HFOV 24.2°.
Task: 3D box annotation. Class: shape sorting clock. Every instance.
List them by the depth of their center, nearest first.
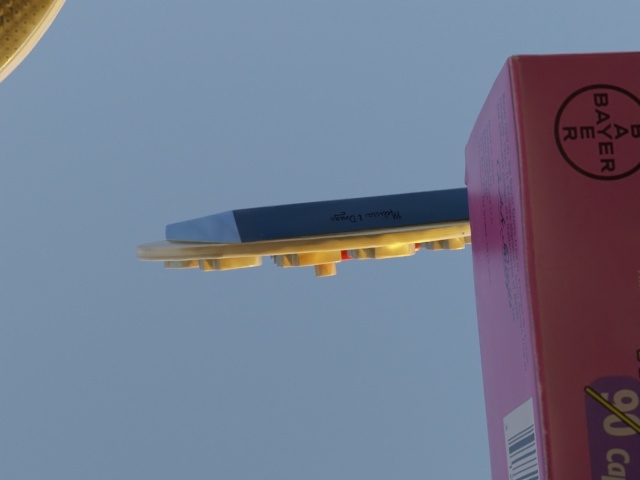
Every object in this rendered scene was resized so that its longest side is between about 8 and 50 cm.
[{"bbox_3d":[0.000,0.000,0.839,0.206,0.206,0.040,-6,-91,-16],"label":"shape sorting clock"}]

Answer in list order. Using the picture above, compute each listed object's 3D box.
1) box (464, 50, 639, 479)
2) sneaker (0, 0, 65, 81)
[{"bbox_3d":[0.186,0.047,0.550,0.243,0.117,0.213,-1,-103,-3],"label":"box"},{"bbox_3d":[-0.073,-0.095,0.341,0.053,0.061,0.152,10,-110,-10],"label":"sneaker"}]
